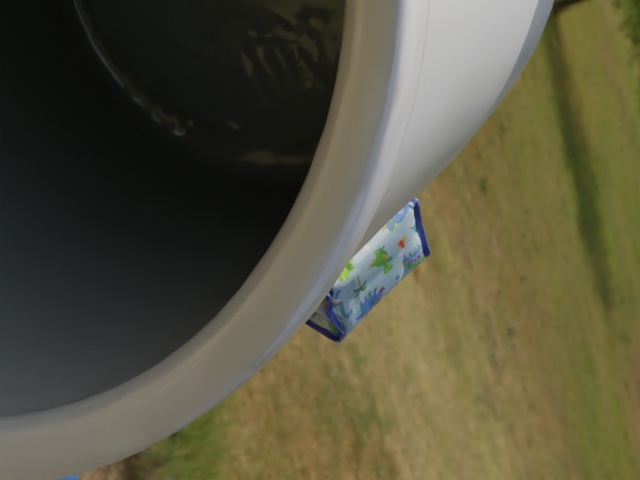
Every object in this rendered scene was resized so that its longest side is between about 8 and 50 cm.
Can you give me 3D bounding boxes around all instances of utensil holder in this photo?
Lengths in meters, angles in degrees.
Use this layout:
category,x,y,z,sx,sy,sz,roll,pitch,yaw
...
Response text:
category,x,y,z,sx,sy,sz,roll,pitch,yaw
utensil holder,-0.075,-0.126,0.567,0.385,0.327,0.328,-41,115,-67

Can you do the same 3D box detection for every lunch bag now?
category,x,y,z,sx,sy,sz,roll,pitch,yaw
lunch bag,0.000,0.000,1.223,0.129,0.151,0.096,-43,143,-24

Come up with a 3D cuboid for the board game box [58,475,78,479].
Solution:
category,x,y,z,sx,sy,sz,roll,pitch,yaw
board game box,-0.377,0.246,1.055,0.347,0.078,0.233,6,107,-38
